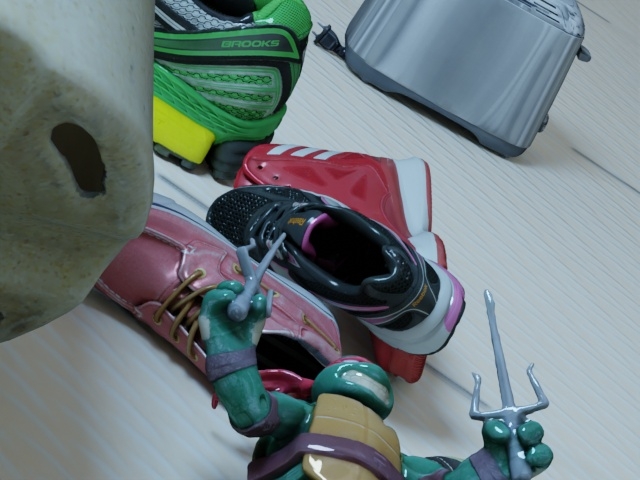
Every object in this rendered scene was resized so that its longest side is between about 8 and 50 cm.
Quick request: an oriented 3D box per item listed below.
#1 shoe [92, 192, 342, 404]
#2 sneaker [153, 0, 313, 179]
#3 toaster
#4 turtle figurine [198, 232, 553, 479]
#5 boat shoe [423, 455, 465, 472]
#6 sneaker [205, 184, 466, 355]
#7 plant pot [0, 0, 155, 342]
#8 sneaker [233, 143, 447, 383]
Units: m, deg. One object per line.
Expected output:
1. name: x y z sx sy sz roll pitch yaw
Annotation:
1. shoe: -0.061 0.034 1.041 0.178 0.063 0.081 29 13 -20
2. sneaker: -0.161 -0.187 1.308 0.344 0.146 0.134 28 20 -7
3. toaster: 0.123 -0.188 1.734 0.227 0.146 0.129 28 19 -10
4. turtle figurine: 0.017 0.103 0.916 0.175 0.118 0.234 14 37 -6
5. boat shoe: 0.065 0.151 0.956 0.049 0.056 0.152 28 19 -27
6. sneaker: 0.000 0.000 1.124 0.178 0.072 0.077 18 -16 37
7. plant pot: -0.200 -0.127 0.859 0.334 0.334 0.305 18 45 -34
8. sneaker: 0.005 0.010 1.220 0.128 0.087 0.221 10 25 -6
